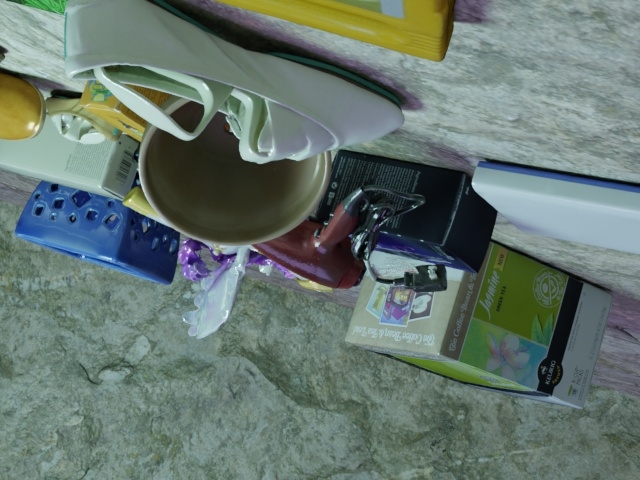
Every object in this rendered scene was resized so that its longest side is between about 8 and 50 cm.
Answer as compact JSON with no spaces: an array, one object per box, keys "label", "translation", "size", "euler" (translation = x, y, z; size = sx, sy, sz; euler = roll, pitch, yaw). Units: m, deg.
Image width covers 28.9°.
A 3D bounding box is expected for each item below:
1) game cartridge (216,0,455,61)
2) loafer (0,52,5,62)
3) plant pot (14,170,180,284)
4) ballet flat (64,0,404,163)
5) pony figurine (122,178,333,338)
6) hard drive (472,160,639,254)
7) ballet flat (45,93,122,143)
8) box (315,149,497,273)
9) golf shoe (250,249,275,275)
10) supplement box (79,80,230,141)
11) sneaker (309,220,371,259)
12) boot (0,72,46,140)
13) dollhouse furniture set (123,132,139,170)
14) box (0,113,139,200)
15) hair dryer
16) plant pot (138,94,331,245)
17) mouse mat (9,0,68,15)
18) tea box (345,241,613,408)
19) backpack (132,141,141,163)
[{"label":"game cartridge","translation":[-0.030,-0.241,0.988],"size":[0.285,0.052,0.323],"euler":[17,170,8]},{"label":"loafer","translation":[-0.514,-0.262,1.834],"size":[0.056,0.050,0.148],"euler":[23,171,-37]},{"label":"plant pot","translation":[-0.390,-0.059,2.317],"size":[0.236,0.212,0.236],"euler":[14,172,23]},{"label":"ballet flat","translation":[-0.100,-0.158,1.375],"size":[0.400,0.139,0.139],"euler":[20,171,-19]},{"label":"pony figurine","translation":[-0.154,-0.007,2.158],"size":[0.363,0.302,0.351],"euler":[38,155,-22]},{"label":"hard drive","translation":[0.374,-0.028,1.560],"size":[0.319,0.040,0.210],"euler":[12,170,31]},{"label":"ballet flat","translation":[-0.376,-0.189,1.945],"size":[0.080,0.073,0.232],"euler":[24,169,-36]},{"label":"box","translation":[0.125,-0.041,1.759],"size":[0.207,0.108,0.153],"euler":[13,170,30]},{"label":"golf shoe","translation":[-0.191,-0.015,2.533],"size":[0.273,0.120,0.105],"euler":[14,173,30]},{"label":"supplement box","translation":[-0.226,-0.173,1.735],"size":[0.078,0.080,0.233],"euler":[11,171,33]},{"label":"sneaker","translation":[0.000,0.000,2.420],"size":[0.232,0.090,0.115],"euler":[18,-164,-40]},{"label":"boot","translation":[-0.584,-0.226,1.918],"size":[0.295,0.104,0.211],"euler":[20,-170,39]},{"label":"dollhouse furniture set","translation":[-0.290,-0.147,2.008],"size":[0.114,0.081,0.091],"euler":[10,169,41]},{"label":"box","translation":[-0.460,-0.157,2.197],"size":[0.275,0.113,0.094],"euler":[15,172,24]},{"label":"hair dryer","translation":[0.021,-0.017,1.666],"size":[0.294,0.080,0.223],"euler":[-2,139,22]},{"label":"plant pot","translation":[-0.108,-0.117,1.565],"size":[0.237,0.237,0.109],"euler":[21,-150,-19]},{"label":"mouse mat","translation":[-0.341,-0.297,1.417],"size":[0.153,0.007,0.189],"euler":[16,172,11]},{"label":"tea box","translation":[0.277,0.140,2.223],"size":[0.324,0.220,0.329],"euler":[21,171,-26]},{"label":"backpack","translation":[-0.215,-0.139,1.898],"size":[0.114,0.084,0.105],"euler":[25,170,-16]}]
